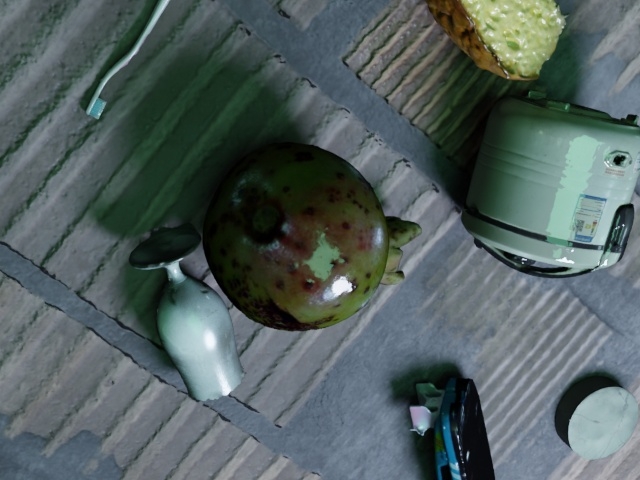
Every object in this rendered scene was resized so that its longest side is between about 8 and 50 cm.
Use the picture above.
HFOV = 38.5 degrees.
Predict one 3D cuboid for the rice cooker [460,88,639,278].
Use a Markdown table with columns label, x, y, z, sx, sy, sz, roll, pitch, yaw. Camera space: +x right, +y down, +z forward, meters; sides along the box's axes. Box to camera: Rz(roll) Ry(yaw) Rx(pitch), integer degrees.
| label | x | y | z | sx | sy | sz | roll | pitch | yaw |
| --- | --- | --- | --- | --- | --- | --- | --- | --- | --- |
| rice cooker | 0.314 | -0.071 | 1.237 | 0.226 | 0.226 | 0.244 | 9 | 102 | -22 |

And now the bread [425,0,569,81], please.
| label | x | y | z | sx | sy | sz | roll | pitch | yaw |
| --- | --- | --- | --- | --- | --- | --- | --- | --- | --- |
| bread | 0.195 | -0.321 | 1.153 | 0.129 | 0.134 | 0.260 | -42 | 120 | -13 |

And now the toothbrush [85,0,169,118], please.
| label | x | y | z | sx | sy | sz | roll | pitch | yaw |
| --- | --- | --- | --- | --- | --- | --- | --- | --- | --- |
| toothbrush | -0.224 | -0.235 | 1.100 | 0.022 | 0.017 | 0.204 | 32 | 97 | -15 |

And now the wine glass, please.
| label | x | y | z | sx | sy | sz | roll | pitch | yaw |
| --- | --- | --- | --- | --- | --- | --- | --- | --- | --- |
| wine glass | -0.170 | 0.097 | 1.192 | 0.103 | 0.103 | 0.222 | -21 | 117 | -11 |

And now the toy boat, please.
| label | x | y | z | sx | sy | sz | roll | pitch | yaw |
| --- | --- | --- | --- | --- | --- | --- | --- | --- | --- |
| toy boat | 0.206 | 0.355 | 1.419 | 0.092 | 0.134 | 0.298 | -3 | 117 | 21 |

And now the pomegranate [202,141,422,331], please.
| label | x | y | z | sx | sy | sz | roll | pitch | yaw |
| --- | --- | --- | --- | --- | --- | --- | --- | --- | --- |
| pomegranate | -0.011 | -0.014 | 1.166 | 0.242 | 0.306 | 0.242 | 7 | 105 | 26 |

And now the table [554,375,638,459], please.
| label | x | y | z | sx | sy | sz | roll | pitch | yaw |
| --- | --- | --- | --- | --- | --- | --- | --- | --- | --- |
| table | 0.454 | 0.291 | 1.506 | 0.134 | 0.043 | 0.133 | -6 | 111 | -17 |
